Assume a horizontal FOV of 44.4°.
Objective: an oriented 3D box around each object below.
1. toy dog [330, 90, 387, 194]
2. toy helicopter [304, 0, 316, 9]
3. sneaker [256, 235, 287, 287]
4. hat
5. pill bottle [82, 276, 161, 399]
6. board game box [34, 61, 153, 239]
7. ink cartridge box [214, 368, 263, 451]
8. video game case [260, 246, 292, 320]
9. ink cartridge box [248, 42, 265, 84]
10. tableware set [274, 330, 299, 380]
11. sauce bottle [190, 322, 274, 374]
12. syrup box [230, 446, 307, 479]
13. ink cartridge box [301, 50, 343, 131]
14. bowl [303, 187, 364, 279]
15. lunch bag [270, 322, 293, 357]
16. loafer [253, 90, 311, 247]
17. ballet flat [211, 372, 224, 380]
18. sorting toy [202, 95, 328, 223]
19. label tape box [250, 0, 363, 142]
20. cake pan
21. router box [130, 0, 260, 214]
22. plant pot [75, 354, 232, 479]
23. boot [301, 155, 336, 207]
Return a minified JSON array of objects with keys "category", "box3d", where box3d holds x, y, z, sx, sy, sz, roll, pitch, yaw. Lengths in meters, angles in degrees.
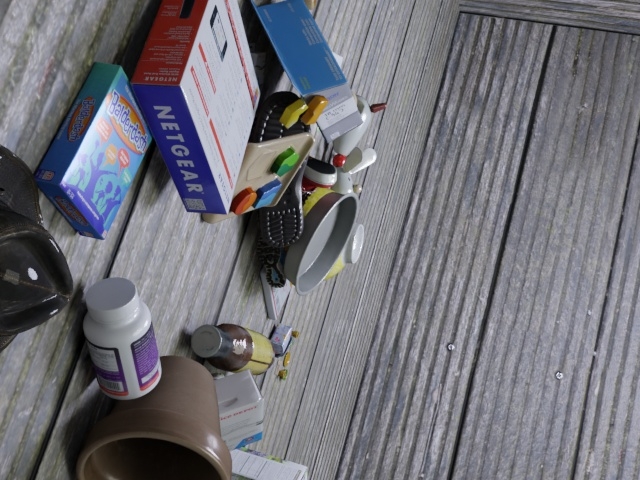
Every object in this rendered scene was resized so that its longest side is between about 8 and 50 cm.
[{"category":"toy dog","box3d":[0.115,-0.293,2.319,0.220,0.160,0.334,-55,144,-63]},{"category":"toy helicopter","box3d":[-0.035,-0.635,1.731,0.355,0.140,0.235,78,17,-78]},{"category":"sneaker","box3d":[-0.117,0.037,1.987,0.073,0.063,0.162,-64,152,-56]},{"category":"hat","box3d":[-0.383,0.036,0.935,0.331,0.133,0.331,11,90,-74]},{"category":"pill bottle","box3d":[-0.324,0.158,1.274,0.108,0.108,0.194,-60,157,-48]},{"category":"board game box","box3d":[-0.326,-0.130,1.160,0.160,0.047,0.210,72,32,-61]},{"category":"ink cartridge box","box3d":[-0.207,0.383,1.713,0.203,0.148,0.086,97,-29,-50]},{"category":"video game case","box3d":[-0.092,0.051,2.165,0.204,0.025,0.285,84,24,-47]},{"category":"ink cartridge box","box3d":[-0.139,-0.376,1.668,0.048,0.028,0.083,-42,141,-65]},{"category":"tableware set","box3d":[-0.097,0.345,2.374,0.104,0.024,0.154,59,45,-68]},{"category":"sauce bottle","box3d":[-0.198,0.244,1.781,0.344,0.111,0.111,50,54,-71]},{"category":"syrup box","box3d":[-0.156,0.597,1.958,0.096,0.236,0.093,-52,150,-57]},{"category":"ink cartridge box","box3d":[-0.001,-0.395,2.077,0.109,0.062,0.209,-14,116,-73]},{"category":"bowl","box3d":[0.034,-0.004,2.230,0.289,0.156,0.290,13,90,-74]},{"category":"lunch bag","box3d":[-0.112,0.287,2.227,0.083,0.053,0.071,97,15,-53]},{"category":"loafer","box3d":[-0.107,-0.170,1.821,0.130,0.133,0.366,-127,-141,-62]},{"category":"ballet flat","box3d":[-0.236,0.355,1.820,0.221,0.076,0.079,78,11,-57]},{"category":"sorting toy","box3d":[-0.099,-0.161,1.615,0.229,0.041,0.307,-18,149,-54]},{"category":"label tape box","box3d":[-0.023,-0.387,1.702,0.241,0.105,0.334,64,5,17]},{"category":"cake pan","box3d":[0.000,0.000,1.988,0.293,0.054,0.293,-52,161,-26]},{"category":"router box","box3d":[-0.200,-0.262,1.357,0.335,0.082,0.301,79,19,-55]},{"category":"plant pot","box3d":[-0.275,0.338,1.395,0.229,0.263,0.263,-86,177,-53]},{"category":"boot","box3d":[-0.038,-0.114,1.932,0.244,0.088,0.176,-146,-116,-62]}]
